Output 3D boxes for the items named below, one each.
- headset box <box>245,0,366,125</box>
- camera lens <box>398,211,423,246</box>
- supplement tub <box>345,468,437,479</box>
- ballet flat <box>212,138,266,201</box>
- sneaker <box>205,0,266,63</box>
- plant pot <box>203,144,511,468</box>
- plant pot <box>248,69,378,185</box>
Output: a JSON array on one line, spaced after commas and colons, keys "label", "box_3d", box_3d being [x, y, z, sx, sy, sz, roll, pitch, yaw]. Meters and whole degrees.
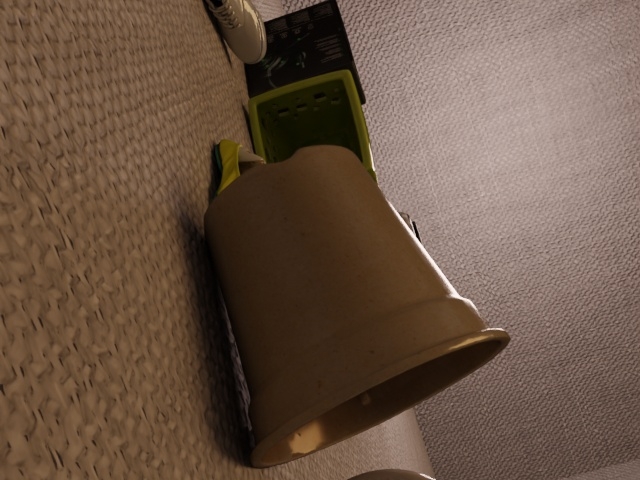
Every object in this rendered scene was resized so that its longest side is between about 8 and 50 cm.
[{"label": "headset box", "box_3d": [-0.041, -0.402, 1.845, 0.131, 0.246, 0.283, 65, 10, -48]}, {"label": "camera lens", "box_3d": [0.179, 0.048, 2.417, 0.219, 0.274, 0.220, -17, 90, -84]}, {"label": "supplement tub", "box_3d": [0.113, 0.456, 0.991, 0.325, 0.235, 0.236, 66, 10, -47]}, {"label": "ballet flat", "box_3d": [-0.115, -0.089, 1.175, 0.231, 0.077, 0.077, -97, 168, -57]}, {"label": "sneaker", "box_3d": [-0.188, -0.465, 1.566, 0.258, 0.094, 0.091, 66, 27, -22]}, {"label": "plant pot", "box_3d": [0.009, 0.066, 0.975, 0.306, 0.333, 0.334, 63, 3, 19]}, {"label": "plant pot", "box_3d": [-0.001, -0.192, 1.660, 0.207, 0.228, 0.227, 43, 34, -70]}]
